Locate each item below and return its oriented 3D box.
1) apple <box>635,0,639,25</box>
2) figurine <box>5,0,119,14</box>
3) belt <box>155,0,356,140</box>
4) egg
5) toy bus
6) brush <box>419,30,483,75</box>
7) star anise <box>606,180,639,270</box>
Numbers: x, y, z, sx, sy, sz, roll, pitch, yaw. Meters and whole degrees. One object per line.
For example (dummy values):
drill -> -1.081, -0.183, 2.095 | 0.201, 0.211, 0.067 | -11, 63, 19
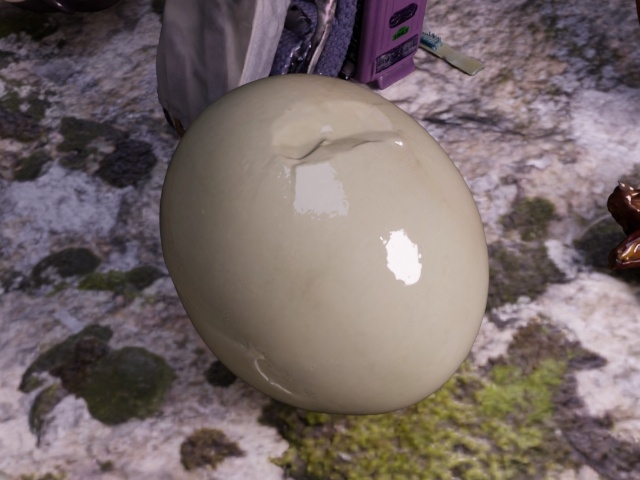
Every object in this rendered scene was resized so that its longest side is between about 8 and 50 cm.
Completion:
apple -> 0.400, -0.220, 0.905 | 0.309, 0.250, 0.277 | 22, 59, 29
figurine -> -0.351, -0.307, 1.153 | 0.365, 0.206, 0.218 | -16, 36, 0
belt -> -0.048, -0.163, 0.969 | 0.140, 0.230, 0.126 | -15, 44, -43
egg -> 0.000, 0.000, 0.824 | 0.219, 0.219, 0.269 | -35, 53, -17
toy bus -> 0.044, -0.219, 1.023 | 0.087, 0.178, 0.098 | -34, 65, -22
brush -> 0.116, -0.176, 1.079 | 0.016, 0.013, 0.084 | -38, 56, -22
star anise -> 0.287, -0.028, 0.894 | 0.191, 0.070, 0.097 | -36, 81, -19
